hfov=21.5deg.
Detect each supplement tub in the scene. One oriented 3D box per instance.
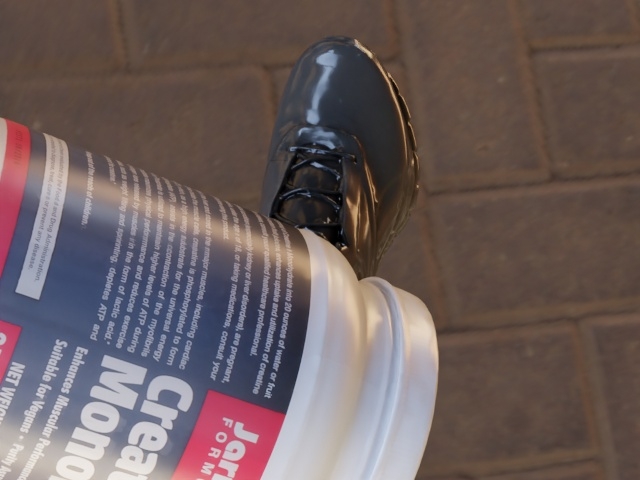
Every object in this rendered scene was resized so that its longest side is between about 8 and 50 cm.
[{"bbox_3d":[-0.097,0.062,0.864,0.272,0.191,0.191,20,73,-18],"label":"supplement tub"}]

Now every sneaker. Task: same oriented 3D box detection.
[{"bbox_3d":[0.000,0.000,1.142,0.109,0.130,0.286,4,87,14],"label":"sneaker"}]
